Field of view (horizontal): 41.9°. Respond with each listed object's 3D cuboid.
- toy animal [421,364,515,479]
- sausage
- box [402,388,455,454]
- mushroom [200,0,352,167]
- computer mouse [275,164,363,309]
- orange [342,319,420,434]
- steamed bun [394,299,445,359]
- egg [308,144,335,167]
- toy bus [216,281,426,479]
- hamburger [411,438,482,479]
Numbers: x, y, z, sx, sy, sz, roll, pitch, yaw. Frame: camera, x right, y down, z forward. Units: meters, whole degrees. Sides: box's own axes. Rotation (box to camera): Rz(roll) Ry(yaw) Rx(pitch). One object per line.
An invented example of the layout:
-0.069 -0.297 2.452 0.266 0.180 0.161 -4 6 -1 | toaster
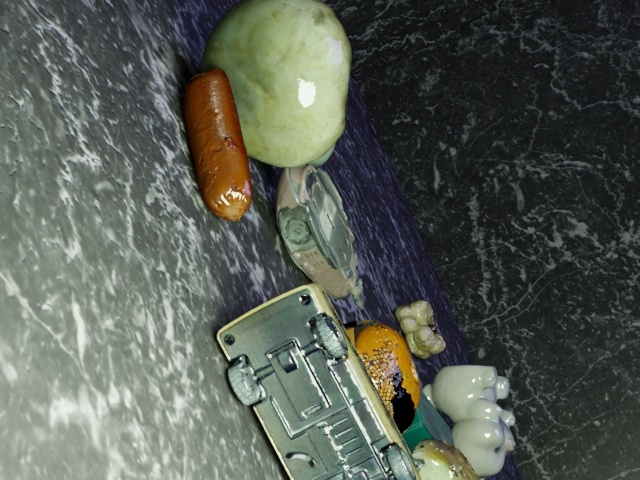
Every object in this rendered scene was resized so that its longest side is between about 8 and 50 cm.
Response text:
0.388 0.514 2.198 0.196 0.241 0.368 32 48 -53 | toy animal
-0.183 -0.176 1.467 0.102 0.102 0.330 47 22 -52 | sausage
0.227 0.439 1.909 0.245 0.092 0.153 53 17 -36 | box
-0.075 -0.318 1.635 0.260 0.352 0.352 -10 72 -46 | mushroom
-0.006 0.000 1.794 0.389 0.114 0.200 64 28 -29 | computer mouse
0.086 0.260 1.530 0.234 0.182 0.235 -18 90 -88 | orange
0.308 0.261 2.550 0.192 0.106 0.178 35 29 -62 | steamed bun
-0.076 -0.288 1.873 0.283 0.202 0.203 56 13 -2 | egg
0.010 0.249 1.231 0.366 0.176 0.202 63 7 1 | toy bus
0.214 0.514 1.488 0.318 0.195 0.277 68 15 8 | hamburger
